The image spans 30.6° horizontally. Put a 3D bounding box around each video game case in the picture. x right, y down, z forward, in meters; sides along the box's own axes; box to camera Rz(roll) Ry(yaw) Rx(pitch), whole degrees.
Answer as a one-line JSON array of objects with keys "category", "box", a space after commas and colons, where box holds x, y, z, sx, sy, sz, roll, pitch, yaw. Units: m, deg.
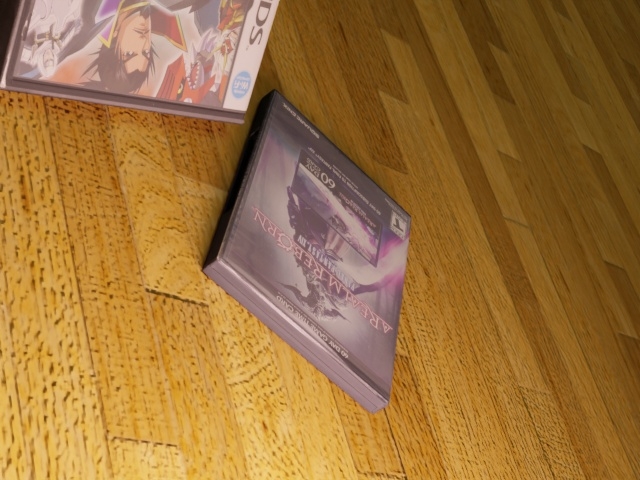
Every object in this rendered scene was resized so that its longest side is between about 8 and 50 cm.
[{"category": "video game case", "box": [0.000, 0.000, 1.041, 0.196, 0.026, 0.274, 42, 30, -20]}, {"category": "video game case", "box": [-0.119, -0.223, 0.910, 0.035, 0.248, 0.274, 26, 14, 32]}]
